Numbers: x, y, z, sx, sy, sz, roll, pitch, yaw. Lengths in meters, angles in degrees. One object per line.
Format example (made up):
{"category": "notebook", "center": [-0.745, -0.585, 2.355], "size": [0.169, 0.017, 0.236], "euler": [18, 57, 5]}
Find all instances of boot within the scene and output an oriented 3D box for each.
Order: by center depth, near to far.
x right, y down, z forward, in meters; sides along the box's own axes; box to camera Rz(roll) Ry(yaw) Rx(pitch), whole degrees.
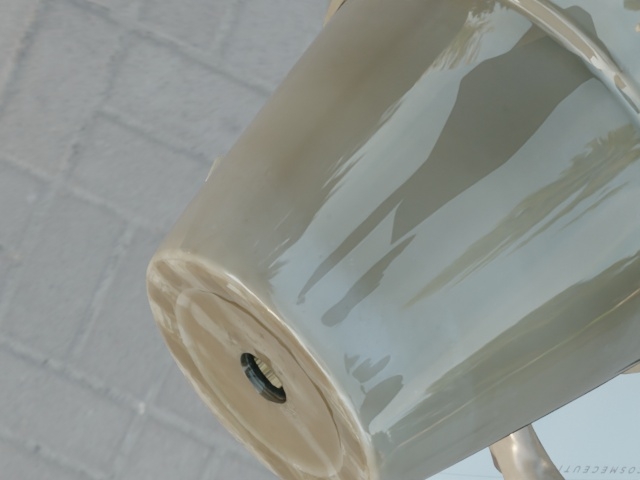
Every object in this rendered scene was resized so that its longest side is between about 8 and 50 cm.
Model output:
{"category": "boot", "center": [0.162, 0.159, 1.201], "size": [0.042, 0.118, 0.087], "euler": [-19, 112, -24]}

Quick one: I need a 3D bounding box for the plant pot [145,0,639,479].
{"category": "plant pot", "center": [0.060, 0.005, 0.896], "size": [0.280, 0.323, 0.323], "euler": [-40, 94, -25]}

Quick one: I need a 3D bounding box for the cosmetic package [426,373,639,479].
{"category": "cosmetic package", "center": [0.199, 0.029, 1.480], "size": [0.329, 0.327, 0.393], "euler": [8, 118, -34]}

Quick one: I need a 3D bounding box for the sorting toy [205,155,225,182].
{"category": "sorting toy", "center": [-0.067, -0.067, 1.323], "size": [0.062, 0.083, 0.012], "euler": [-2, 112, 6]}
